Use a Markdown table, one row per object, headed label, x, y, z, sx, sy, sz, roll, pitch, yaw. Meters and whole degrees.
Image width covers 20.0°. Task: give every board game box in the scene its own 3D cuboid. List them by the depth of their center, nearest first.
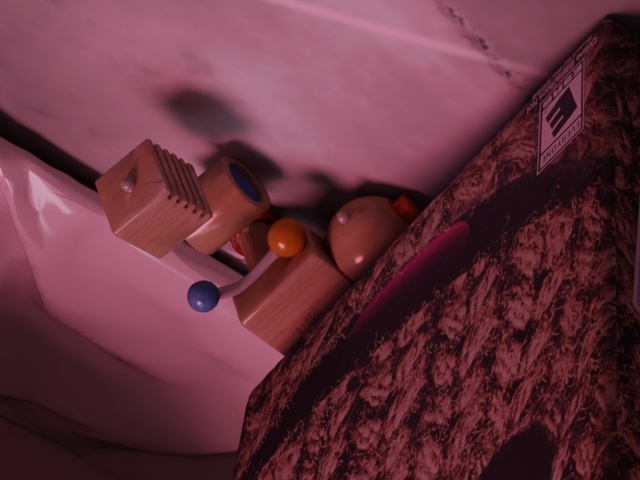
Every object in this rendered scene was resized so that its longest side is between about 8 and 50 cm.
| label | x | y | z | sx | sy | sz | roll | pitch | yaw |
| --- | --- | --- | --- | --- | --- | --- | --- | --- | --- |
| board game box | 0.071 | 0.124 | 0.543 | 0.141 | 0.291 | 0.232 | 28 | 130 | -17 |

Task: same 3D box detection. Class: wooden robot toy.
| label | x | y | z | sx | sy | sz | roll | pitch | yaw |
| --- | --- | --- | --- | --- | --- | --- | --- | --- | --- |
| wooden robot toy | 0.000 | 0.000 | 0.701 | 0.079 | 0.076 | 0.173 | -39 | 124 | 19 |

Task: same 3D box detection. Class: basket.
| label | x | y | z | sx | sy | sz | roll | pitch | yaw |
| --- | --- | --- | --- | --- | --- | --- | --- | --- | --- |
| basket | -0.153 | 0.174 | 0.814 | 0.331 | 0.328 | 0.266 | 33 | 152 | -27 |
